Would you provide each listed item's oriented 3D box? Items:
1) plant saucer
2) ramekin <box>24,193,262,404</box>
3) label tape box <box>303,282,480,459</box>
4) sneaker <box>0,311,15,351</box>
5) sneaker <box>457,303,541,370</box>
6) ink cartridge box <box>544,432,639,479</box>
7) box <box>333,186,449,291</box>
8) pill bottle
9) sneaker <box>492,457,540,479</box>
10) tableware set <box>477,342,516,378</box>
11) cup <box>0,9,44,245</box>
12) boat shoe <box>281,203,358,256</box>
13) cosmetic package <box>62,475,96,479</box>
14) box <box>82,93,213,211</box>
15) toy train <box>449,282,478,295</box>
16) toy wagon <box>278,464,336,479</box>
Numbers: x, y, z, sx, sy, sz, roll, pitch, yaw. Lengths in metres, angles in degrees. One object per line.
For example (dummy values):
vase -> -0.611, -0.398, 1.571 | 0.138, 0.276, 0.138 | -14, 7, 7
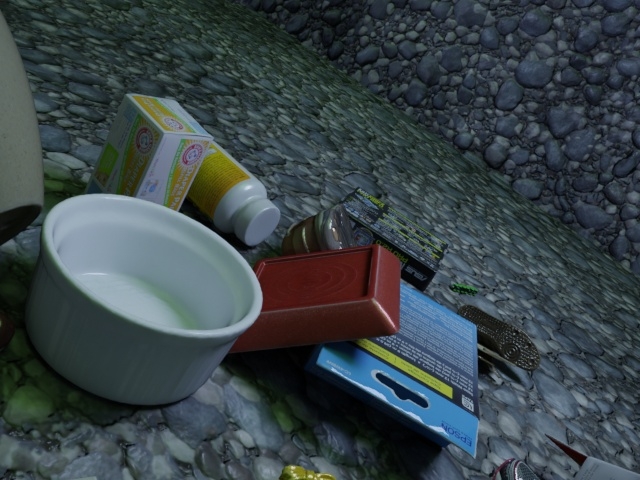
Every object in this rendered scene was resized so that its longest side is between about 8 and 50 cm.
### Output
plant saucer -> -0.012, 0.074, 1.025 | 0.259, 0.048, 0.258 | -7, 20, 10
ramekin -> -0.225, 0.073, 0.857 | 0.277, 0.135, 0.277 | 26, 23, -12
label tape box -> 0.111, 0.190, 1.058 | 0.249, 0.115, 0.348 | 30, 26, -1
sneaker -> -0.394, 0.083, 0.696 | 0.069, 0.084, 0.185 | 43, 26, 28
sneaker -> 0.361, 0.195, 1.388 | 0.188, 0.066, 0.071 | 39, -8, 22
ink cartridge box -> 0.473, 0.415, 0.978 | 0.296, 0.066, 0.261 | 40, -11, -8
box -> 0.158, -0.011, 1.588 | 0.270, 0.060, 0.216 | 33, 22, 6
pill bottle -> -0.174, -0.086, 1.267 | 0.208, 0.118, 0.117 | 41, 25, 24
sneaker -> 0.350, 0.406, 0.900 | 0.120, 0.112, 0.299 | 5, 33, -45
tableware set -> 0.259, 0.196, 1.301 | 0.194, 0.039, 0.128 | 29, 0, -19
cup -> -0.448, -0.096, 0.765 | 0.237, 0.331, 0.331 | 56, 24, -1
boat shoe -> 0.000, 0.000, 1.287 | 0.324, 0.116, 0.123 | 13, 59, -79
cosmetic package -> -0.286, 0.248, 0.396 | 0.309, 0.160, 0.113 | 7, 33, -42
box -> -0.275, -0.113, 1.086 | 0.114, 0.203, 0.103 | 43, 26, 26
toy train -> 0.335, 0.112, 1.604 | 0.083, 0.017, 0.024 | 14, 18, -34
toy wagon -> 0.009, 0.365, 0.631 | 0.267, 0.068, 0.344 | 21, 24, -23
